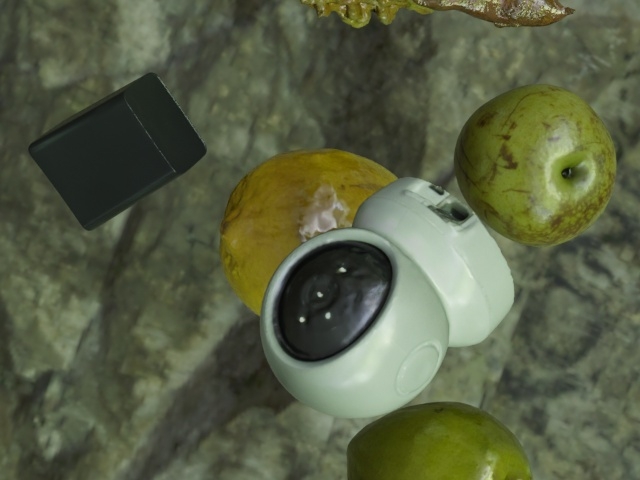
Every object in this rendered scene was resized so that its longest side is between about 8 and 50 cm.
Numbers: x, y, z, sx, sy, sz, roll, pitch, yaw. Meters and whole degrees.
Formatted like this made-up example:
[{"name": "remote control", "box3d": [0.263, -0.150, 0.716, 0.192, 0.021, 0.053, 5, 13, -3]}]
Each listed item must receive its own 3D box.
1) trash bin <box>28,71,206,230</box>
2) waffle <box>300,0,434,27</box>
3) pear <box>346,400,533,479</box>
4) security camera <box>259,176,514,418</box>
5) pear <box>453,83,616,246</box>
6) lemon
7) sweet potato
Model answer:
[{"name": "trash bin", "box3d": [-0.304, -0.138, 1.684, 0.225, 0.165, 0.115, -24, -164, 38]}, {"name": "waffle", "box3d": [0.045, -0.413, 1.524, 0.302, 0.324, 0.068, -27, -134, 51]}, {"name": "pear", "box3d": [0.173, 0.363, 1.660, 0.307, 0.253, 0.253, -1, -110, 44]}, {"name": "security camera", "box3d": [0.052, 0.072, 1.102, 0.236, 0.195, 0.194, -37, -159, -21]}, {"name": "pear", "box3d": [0.362, -0.127, 1.879, 0.283, 0.283, 0.284, -38, -139, 42]}, {"name": "lemon", "box3d": [0.000, 0.000, 1.365, 0.233, 0.288, 0.234, -3, -94, 52]}, {"name": "sweet potato", "box3d": [0.238, -0.331, 1.536, 0.068, 0.226, 0.068, -176, -90, -88]}]
